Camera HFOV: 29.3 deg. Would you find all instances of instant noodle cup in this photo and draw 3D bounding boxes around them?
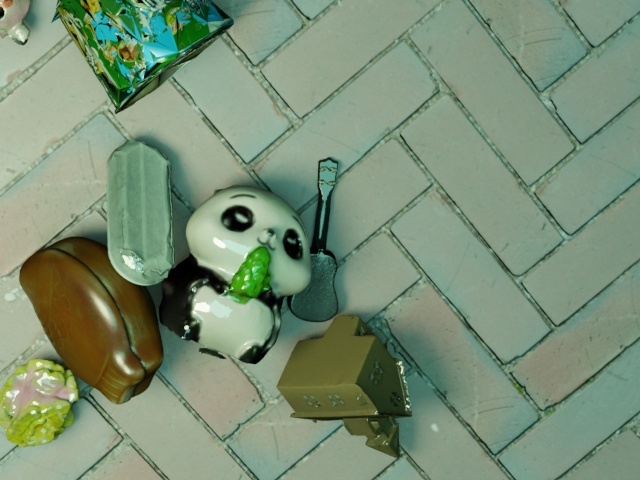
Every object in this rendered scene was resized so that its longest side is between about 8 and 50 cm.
[{"bbox_3d":[-0.270,-0.326,1.823,0.240,0.240,0.178,-37,97,1],"label":"instant noodle cup"}]

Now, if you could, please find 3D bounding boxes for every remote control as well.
[{"bbox_3d":[-0.274,-0.047,1.882,0.104,0.052,0.247,10,57,-30],"label":"remote control"}]

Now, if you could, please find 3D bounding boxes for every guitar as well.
[{"bbox_3d":[0.000,0.000,2.001,0.084,0.038,0.271,5,100,-9],"label":"guitar"}]

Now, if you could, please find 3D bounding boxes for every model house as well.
[{"bbox_3d":[0.077,0.261,2.012,0.181,0.176,0.248,-7,129,37],"label":"model house"}]

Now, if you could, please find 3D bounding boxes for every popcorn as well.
[{"bbox_3d":[-0.452,0.259,1.959,0.126,0.126,0.145,19,92,-3],"label":"popcorn"}]

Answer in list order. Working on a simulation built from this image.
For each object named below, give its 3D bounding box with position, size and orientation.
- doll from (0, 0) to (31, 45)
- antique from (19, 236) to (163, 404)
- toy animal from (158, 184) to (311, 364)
[{"bbox_3d":[-0.493,-0.390,1.845,0.149,0.095,0.192,18,100,-3],"label":"doll"},{"bbox_3d":[-0.348,0.115,1.904,0.278,0.129,0.223,45,138,16],"label":"antique"},{"bbox_3d":[-0.126,0.050,1.907,0.212,0.212,0.267,23,97,-10],"label":"toy animal"}]
